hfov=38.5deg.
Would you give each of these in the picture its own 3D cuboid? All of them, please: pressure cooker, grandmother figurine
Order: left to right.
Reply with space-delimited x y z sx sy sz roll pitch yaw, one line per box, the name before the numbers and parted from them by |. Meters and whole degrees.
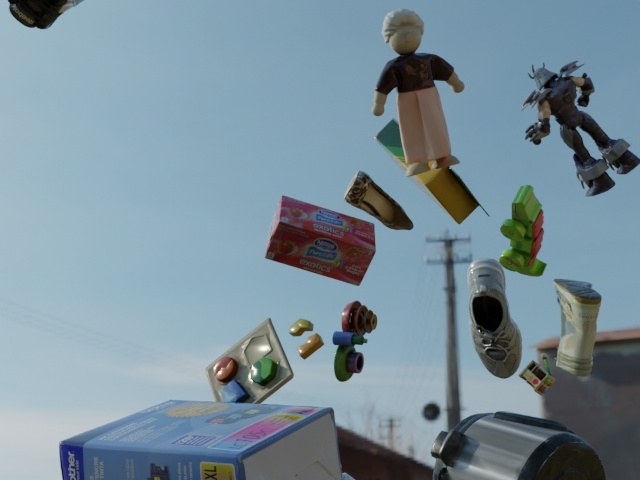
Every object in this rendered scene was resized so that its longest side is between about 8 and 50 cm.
grandmother figurine | 0.205 -0.316 1.918 0.208 0.342 0.104 -17 6 -23
pressure cooker | 0.510 0.664 2.509 0.375 0.369 0.420 -15 12 -36

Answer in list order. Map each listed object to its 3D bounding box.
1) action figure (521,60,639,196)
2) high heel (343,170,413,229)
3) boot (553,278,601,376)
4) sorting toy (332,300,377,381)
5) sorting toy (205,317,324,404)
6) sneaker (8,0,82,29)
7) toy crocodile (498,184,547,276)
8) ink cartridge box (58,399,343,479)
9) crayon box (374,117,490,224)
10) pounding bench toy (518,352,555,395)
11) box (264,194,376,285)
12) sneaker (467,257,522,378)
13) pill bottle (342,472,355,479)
action figure | 0.495 -0.228 1.796 0.185 0.285 0.099 -38 6 -8
high heel | 0.158 -0.095 2.330 0.186 0.093 0.261 28 -4 8
boot | 0.495 0.166 1.792 0.077 0.165 0.213 3 9 3
sorting toy | 0.046 0.124 1.119 0.042 0.102 0.061 3 -9 26
sorting toy | -0.140 0.279 2.161 0.307 0.229 0.041 -39 -53 10
sneaker | -0.466 -0.428 1.579 0.097 0.135 0.276 46 -18 -28
toy crocodile | 0.533 -0.016 2.370 0.105 0.115 0.340 20 -32 24
ink cartridge box | -0.204 0.347 1.403 0.395 0.151 0.270 -5 2 30
crayon box | 0.289 -0.170 2.393 0.081 0.318 0.202 -44 -47 3
pounding bench toy | 0.528 0.318 2.181 0.083 0.065 0.052 -49 -37 5
box | 0.000 0.000 2.283 0.257 0.128 0.122 17 -57 -10
sneaker | 0.346 0.181 1.885 0.105 0.115 0.281 -9 -62 21
pill bottle | -0.021 0.426 1.703 0.169 0.094 0.094 36 -29 -5
